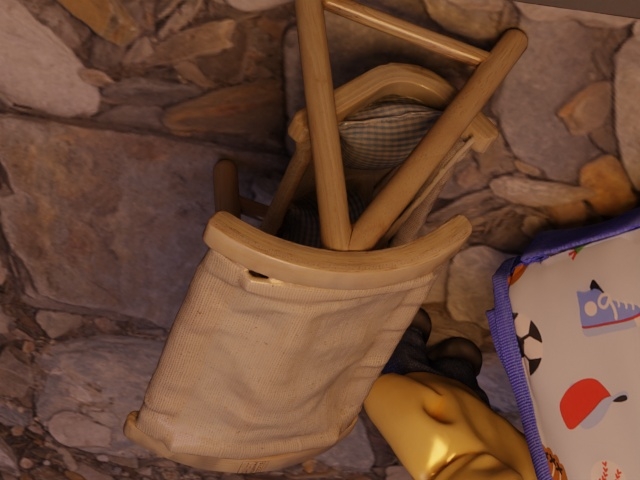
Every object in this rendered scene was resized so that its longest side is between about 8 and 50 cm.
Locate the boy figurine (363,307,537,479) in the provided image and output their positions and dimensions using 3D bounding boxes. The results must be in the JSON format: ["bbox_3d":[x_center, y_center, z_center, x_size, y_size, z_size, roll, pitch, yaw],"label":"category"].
[{"bbox_3d":[0.103,0.158,1.422,0.177,0.285,0.092,33,108,-24],"label":"boy figurine"}]

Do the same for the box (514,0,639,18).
[{"bbox_3d":[0.080,-0.210,0.900,0.261,0.184,0.103,11,142,18],"label":"box"}]

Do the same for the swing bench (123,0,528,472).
[{"bbox_3d":[0.000,0.000,1.272,0.165,0.255,0.253,20,143,-6],"label":"swing bench"}]

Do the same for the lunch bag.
[{"bbox_3d":[0.337,0.124,1.341,0.328,0.239,0.385,-19,115,38],"label":"lunch bag"}]
